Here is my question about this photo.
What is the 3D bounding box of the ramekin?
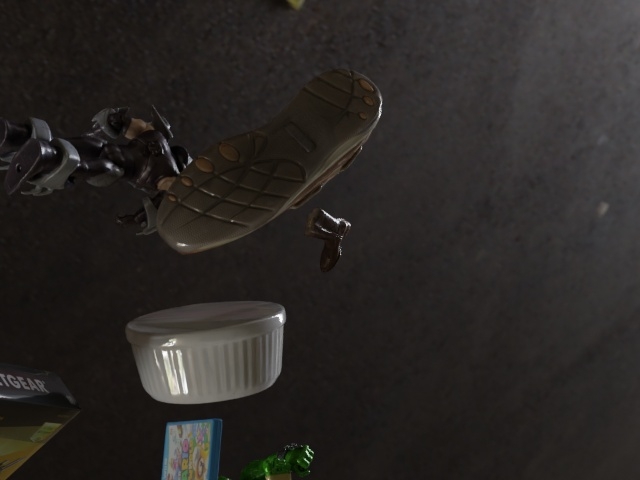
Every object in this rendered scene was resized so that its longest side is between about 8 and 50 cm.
[{"bbox_3d":[-0.187,0.187,2.030,0.273,0.273,0.127,-13,100,-51],"label":"ramekin"}]

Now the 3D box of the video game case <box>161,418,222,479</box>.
[{"bbox_3d":[-0.165,0.286,1.517,0.015,0.166,0.119,9,77,-25],"label":"video game case"}]

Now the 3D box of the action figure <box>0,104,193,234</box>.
[{"bbox_3d":[-0.266,-0.097,1.488,0.285,0.185,0.099,3,131,-45],"label":"action figure"}]

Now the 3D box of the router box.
[{"bbox_3d":[-0.521,0.283,1.735,0.243,0.081,0.309,-42,159,6],"label":"router box"}]

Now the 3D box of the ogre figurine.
[{"bbox_3d":[-0.098,0.360,1.637,0.097,0.118,0.197,28,67,-26],"label":"ogre figurine"}]

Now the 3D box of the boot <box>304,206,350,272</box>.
[{"bbox_3d":[0.000,0.000,2.106,0.114,0.037,0.106,17,93,-60],"label":"boot"}]

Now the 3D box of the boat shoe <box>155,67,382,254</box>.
[{"bbox_3d":[-0.056,-0.080,1.488,0.324,0.123,0.116,-34,162,-14],"label":"boat shoe"}]
